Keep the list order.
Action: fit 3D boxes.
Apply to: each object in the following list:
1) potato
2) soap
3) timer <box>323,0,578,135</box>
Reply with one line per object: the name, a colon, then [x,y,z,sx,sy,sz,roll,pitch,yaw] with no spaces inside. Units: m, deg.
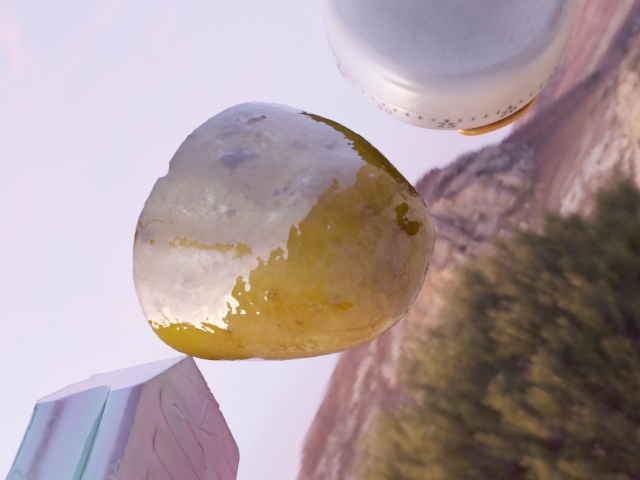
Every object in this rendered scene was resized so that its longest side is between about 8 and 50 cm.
potato: [0.000,0.000,0.812,0.203,0.158,0.178,-25,-65,-52]
soap: [-0.159,0.222,0.957,0.324,0.109,0.193,-81,-29,-59]
timer: [0.117,-0.224,1.078,0.234,0.233,0.240,-60,-12,-18]
